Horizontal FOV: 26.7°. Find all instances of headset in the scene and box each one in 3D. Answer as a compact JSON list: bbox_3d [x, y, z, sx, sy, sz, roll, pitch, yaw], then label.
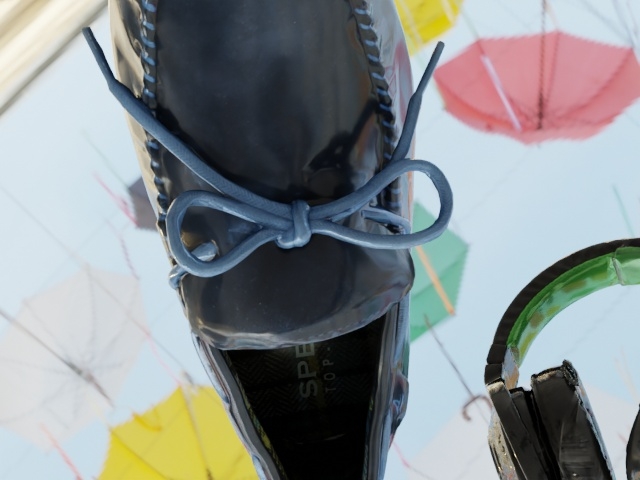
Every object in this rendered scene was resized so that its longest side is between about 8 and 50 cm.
[{"bbox_3d":[0.241,0.152,1.078,0.243,0.185,0.394,-4,-126,22],"label":"headset"}]

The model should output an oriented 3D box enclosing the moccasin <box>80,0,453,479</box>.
[{"bbox_3d":[0.000,0.000,0.570,0.138,0.342,0.117,-15,-137,2],"label":"moccasin"}]
